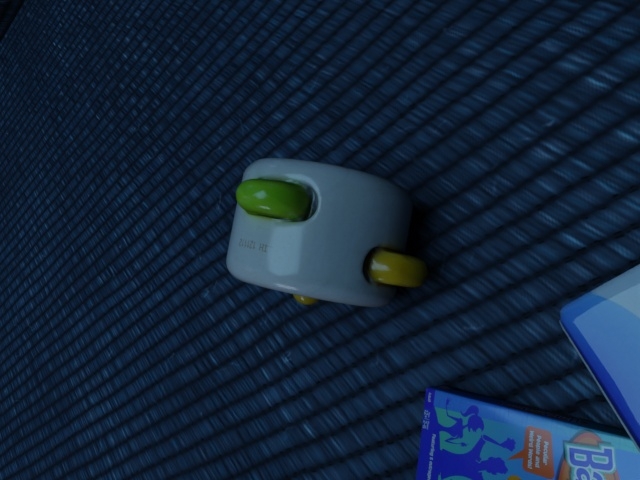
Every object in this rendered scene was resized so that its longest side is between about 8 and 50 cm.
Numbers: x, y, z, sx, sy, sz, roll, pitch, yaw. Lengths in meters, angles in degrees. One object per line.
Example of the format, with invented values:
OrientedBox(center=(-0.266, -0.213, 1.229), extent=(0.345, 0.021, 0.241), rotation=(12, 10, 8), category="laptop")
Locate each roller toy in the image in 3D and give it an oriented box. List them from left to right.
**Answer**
OrientedBox(center=(0.000, 0.000, 0.610), extent=(0.191, 0.209, 0.146), rotation=(-175, 97, -77), category="roller toy")

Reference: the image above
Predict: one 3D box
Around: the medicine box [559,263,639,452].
OrientedBox(center=(0.340, 0.088, 0.296), extent=(0.289, 0.149, 0.263), rotation=(-36, 60, 21), category="medicine box")

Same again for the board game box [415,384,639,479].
OrientedBox(center=(0.187, 0.232, 0.492), extent=(0.210, 0.047, 0.160), rotation=(3, 83, 41), category="board game box")
